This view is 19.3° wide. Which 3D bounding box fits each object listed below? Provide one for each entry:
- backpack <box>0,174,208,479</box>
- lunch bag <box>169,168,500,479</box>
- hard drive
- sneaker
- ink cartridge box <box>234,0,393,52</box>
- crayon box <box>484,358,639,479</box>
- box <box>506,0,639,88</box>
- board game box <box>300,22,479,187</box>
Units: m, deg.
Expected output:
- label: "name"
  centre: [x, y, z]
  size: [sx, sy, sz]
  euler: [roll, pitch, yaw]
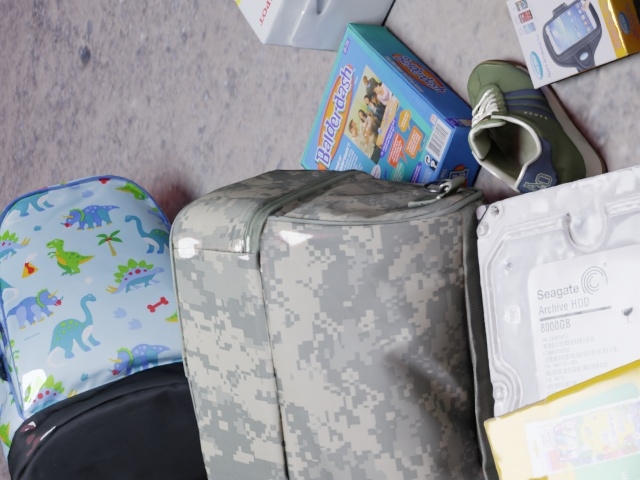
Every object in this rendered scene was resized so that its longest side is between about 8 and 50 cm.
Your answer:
- label: "backpack"
  centre: [-0.238, 0.101, 2.045]
  size: [0.355, 0.290, 0.273]
  euler: [-117, 13, -57]
- label: "lunch bag"
  centre: [0.037, 0.094, 1.634]
  size: [0.256, 0.212, 0.305]
  euler: [3, 105, 36]
- label: "hard drive"
  centre: [0.238, 0.117, 1.446]
  size: [0.237, 0.064, 0.339]
  euler: [-13, 76, 43]
- label: "sneaker"
  centre: [0.159, -0.098, 1.598]
  size: [0.192, 0.086, 0.064]
  euler: [54, 132, 44]
- label: "ink cartridge box"
  centre: [-0.015, -0.285, 1.841]
  size: [0.176, 0.127, 0.128]
  euler: [59, 135, 40]
- label: "crayon box"
  centre: [0.287, 0.168, 1.292]
  size: [0.323, 0.083, 0.203]
  euler: [-26, 70, 32]
- label: "box"
  centre: [0.207, -0.178, 1.565]
  size: [0.136, 0.028, 0.081]
  euler: [-18, 91, 54]
- label: "board game box"
  centre: [0.067, -0.088, 1.778]
  size: [0.210, 0.047, 0.160]
  euler: [50, 129, 45]
